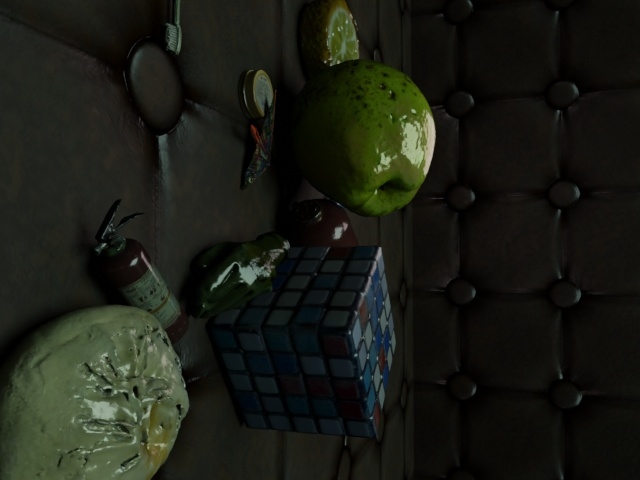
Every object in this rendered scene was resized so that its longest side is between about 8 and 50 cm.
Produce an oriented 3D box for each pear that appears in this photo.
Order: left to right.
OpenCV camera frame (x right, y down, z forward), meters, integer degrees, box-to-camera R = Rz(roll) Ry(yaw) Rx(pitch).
[{"bbox_3d":[0.111,-0.243,1.387,0.391,0.392,0.390,-1,90,-70],"label":"pear"}]

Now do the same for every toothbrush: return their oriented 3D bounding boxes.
[{"bbox_3d":[-0.245,-0.455,0.920,0.028,0.026,0.294,4,86,-55],"label":"toothbrush"}]

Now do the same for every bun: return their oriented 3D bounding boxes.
[{"bbox_3d":[-0.263,0.218,0.680,0.287,0.146,0.287,0,90,-68],"label":"bun"}]

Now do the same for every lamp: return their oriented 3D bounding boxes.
[{"bbox_3d":[0.000,0.000,1.392,0.258,0.180,0.180,66,30,-49],"label":"lamp"}]

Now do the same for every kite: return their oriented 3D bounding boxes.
[{"bbox_3d":[-0.129,-0.209,1.204,0.189,0.009,0.232,65,41,-74],"label":"kite"}]

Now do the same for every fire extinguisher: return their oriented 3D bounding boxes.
[{"bbox_3d":[-0.257,0.048,0.796,0.099,0.071,0.231,-50,139,-34],"label":"fire extinguisher"}]

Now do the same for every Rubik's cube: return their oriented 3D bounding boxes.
[{"bbox_3d":[-0.017,0.199,1.153,0.293,0.292,0.286,-65,148,-55],"label":"Rubik's cube"}]

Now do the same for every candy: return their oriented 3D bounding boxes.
[{"bbox_3d":[0.031,-0.549,1.556,0.260,0.118,0.259,-1,90,-67],"label":"candy"}]

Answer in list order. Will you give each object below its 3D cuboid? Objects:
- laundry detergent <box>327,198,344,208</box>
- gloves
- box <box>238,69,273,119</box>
[{"bbox_3d":[0.035,-0.047,1.633,0.096,0.061,0.206,48,45,-59],"label":"laundry detergent"},{"bbox_3d":[-0.148,0.055,1.042,0.135,0.107,0.268,48,42,1],"label":"gloves"},{"bbox_3d":[-0.137,-0.315,1.198,0.105,0.037,0.105,0,90,-71],"label":"box"}]
